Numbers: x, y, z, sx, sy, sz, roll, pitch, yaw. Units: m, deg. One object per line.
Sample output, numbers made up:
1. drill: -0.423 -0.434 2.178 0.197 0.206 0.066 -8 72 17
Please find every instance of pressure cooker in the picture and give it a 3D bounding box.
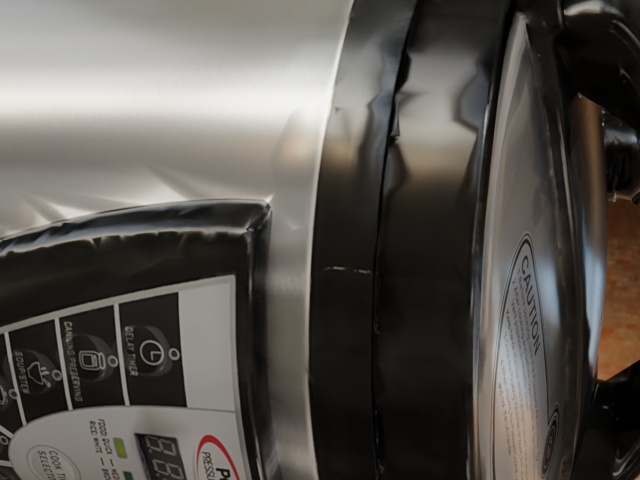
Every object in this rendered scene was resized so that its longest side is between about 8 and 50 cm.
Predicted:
1. pressure cooker: 0.002 -0.005 0.522 0.420 0.375 0.370 5 -9 21
